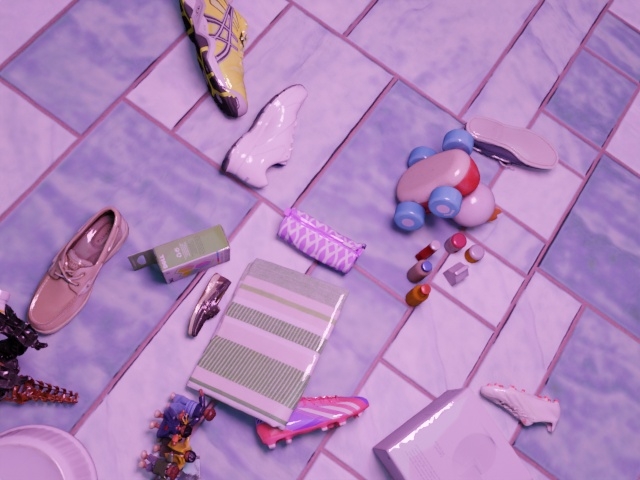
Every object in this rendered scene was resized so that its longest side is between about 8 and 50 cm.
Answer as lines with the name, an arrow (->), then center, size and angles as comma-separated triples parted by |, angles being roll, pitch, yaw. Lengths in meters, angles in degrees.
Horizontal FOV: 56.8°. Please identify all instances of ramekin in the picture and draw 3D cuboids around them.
ramekin -> -0.570, 0.486, 1.112 | 0.272, 0.127, 0.273 | 3, 72, -9

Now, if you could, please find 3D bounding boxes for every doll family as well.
doll family -> -0.284, 0.395, 1.197 | 0.111, 0.076, 0.193 | 8, 80, 30

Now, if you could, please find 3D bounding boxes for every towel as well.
towel -> -0.112, 0.212, 1.282 | 0.247, 0.038, 0.325 | 19, 69, 18

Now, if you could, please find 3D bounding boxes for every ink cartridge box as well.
ink cartridge box -> -0.305, 0.040, 1.301 | 0.209, 0.109, 0.062 | -20, 76, -15

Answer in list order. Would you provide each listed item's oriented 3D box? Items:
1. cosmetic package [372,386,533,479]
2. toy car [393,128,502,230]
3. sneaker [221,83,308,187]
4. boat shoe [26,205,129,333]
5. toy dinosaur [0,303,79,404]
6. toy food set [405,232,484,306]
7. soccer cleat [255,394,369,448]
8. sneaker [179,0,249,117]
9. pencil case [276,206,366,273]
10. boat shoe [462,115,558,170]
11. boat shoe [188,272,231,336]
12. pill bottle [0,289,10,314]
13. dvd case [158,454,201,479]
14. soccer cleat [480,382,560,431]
cosmetic package -> 0.271, 0.469, 1.246 | 0.224, 0.138, 0.224 | -31, 80, -18
toy car -> 0.327, -0.098, 1.433 | 0.238, 0.210, 0.219 | 37, 54, -26
sneaker -> -0.115, -0.253, 1.440 | 0.129, 0.111, 0.297 | 38, 74, -13
boat shoe -> -0.524, 0.057, 1.266 | 0.109, 0.098, 0.302 | 32, 71, 2
toy dinosaur -> -0.639, 0.247, 1.157 | 0.322, 0.218, 0.164 | 9, 53, -37
toy food set -> 0.293, 0.053, 1.395 | 0.232, 0.104, 0.111 | -29, 79, -16
soccer cleat -> -0.018, 0.366, 1.265 | 0.248, 0.083, 0.095 | -16, 72, -11
sneaker -> -0.237, -0.486, 1.458 | 0.147, 0.145, 0.385 | -17, 78, -13
pencil case -> 0.000, 0.000, 1.374 | 0.206, 0.088, 0.086 | 27, 69, 1
boat shoe -> 0.484, -0.241, 1.531 | 0.254, 0.079, 0.095 | 17, 74, -1
boat shoe -> -0.244, 0.145, 1.307 | 0.049, 0.056, 0.152 | 21, 71, 3
pill bottle -> -0.688, 0.160, 1.227 | 0.065, 0.065, 0.116 | 14, 71, -5
dvd case -> -0.287, 0.507, 1.211 | 0.087, 0.013, 0.120 | -3, 72, -10
soccer cleat -> 0.454, 0.377, 1.343 | 0.196, 0.068, 0.076 | 18, 74, -6
